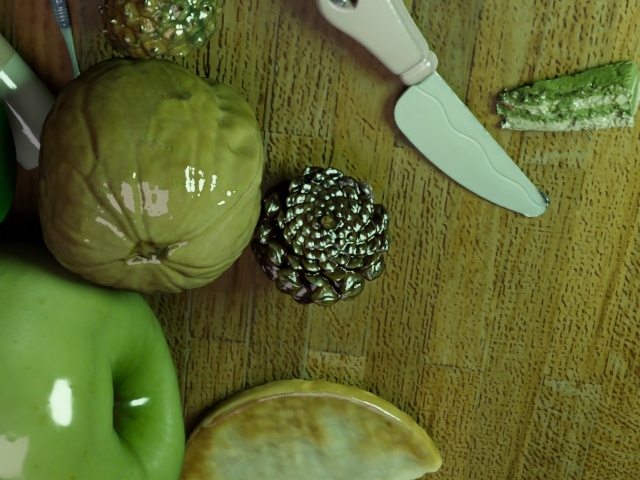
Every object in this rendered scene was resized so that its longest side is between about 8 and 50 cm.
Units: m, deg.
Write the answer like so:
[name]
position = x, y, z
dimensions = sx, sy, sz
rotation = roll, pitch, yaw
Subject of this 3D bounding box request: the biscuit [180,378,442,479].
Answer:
[biscuit]
position = -0.041, 0.244, 1.726
dimensions = 0.309, 0.040, 0.204
rotation = -32, 113, 20

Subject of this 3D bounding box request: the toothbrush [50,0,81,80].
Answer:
[toothbrush]
position = -0.247, -0.221, 1.490
dimensions = 0.016, 0.019, 0.219
rotation = -2, 120, 12

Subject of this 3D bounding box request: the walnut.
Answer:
[walnut]
position = -0.157, -0.062, 1.456
dimensions = 0.228, 0.228, 0.228
rotation = 2, 120, 3

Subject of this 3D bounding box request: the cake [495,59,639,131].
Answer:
[cake]
position = 0.233, -0.126, 1.488
dimensions = 0.140, 0.055, 0.051
rotation = -12, 124, 13

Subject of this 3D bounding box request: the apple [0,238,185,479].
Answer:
[apple]
position = -0.309, 0.170, 1.543
dimensions = 0.357, 0.357, 0.357
rotation = 2, 120, 3

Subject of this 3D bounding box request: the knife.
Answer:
[knife]
position = 0.102, -0.129, 1.505
dimensions = 0.081, 0.043, 0.336
rotation = -28, 116, 25

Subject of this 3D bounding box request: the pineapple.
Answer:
[pineapple]
position = -0.148, -0.291, 1.398
dimensions = 0.125, 0.125, 0.251
rotation = 1, 115, 4

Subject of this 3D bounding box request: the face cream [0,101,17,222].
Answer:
[face cream]
position = -0.474, -0.043, 1.438
dimensions = 0.357, 0.312, 0.219
rotation = -21, 139, 30

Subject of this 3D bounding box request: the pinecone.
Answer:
[pinecone]
position = -0.001, -0.002, 1.534
dimensions = 0.140, 0.140, 0.121
rotation = 31, 162, -12

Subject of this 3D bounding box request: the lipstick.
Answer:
[lipstick]
position = -0.335, -0.182, 1.490
dimensions = 0.070, 0.070, 0.254
rotation = -31, 112, 20
